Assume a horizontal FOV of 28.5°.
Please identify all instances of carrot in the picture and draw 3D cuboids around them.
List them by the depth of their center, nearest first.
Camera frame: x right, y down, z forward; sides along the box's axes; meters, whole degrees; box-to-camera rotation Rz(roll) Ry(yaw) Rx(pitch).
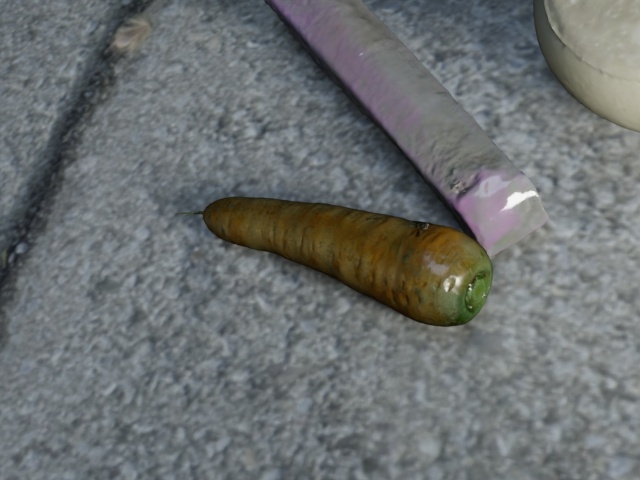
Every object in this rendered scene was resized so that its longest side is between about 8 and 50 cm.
[{"bbox_3d":[0.000,0.000,1.011,0.298,0.078,0.078,15,64,33],"label":"carrot"}]

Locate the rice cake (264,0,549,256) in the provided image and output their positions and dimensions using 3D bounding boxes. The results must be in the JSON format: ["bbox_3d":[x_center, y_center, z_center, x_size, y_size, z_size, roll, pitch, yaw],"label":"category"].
[{"bbox_3d":[0.057,-0.132,1.079,0.070,0.064,0.399,-37,52,0],"label":"rice cake"}]

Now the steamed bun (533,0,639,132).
[{"bbox_3d":[0.286,-0.182,0.977,0.232,0.145,0.231,-9,67,22],"label":"steamed bun"}]
